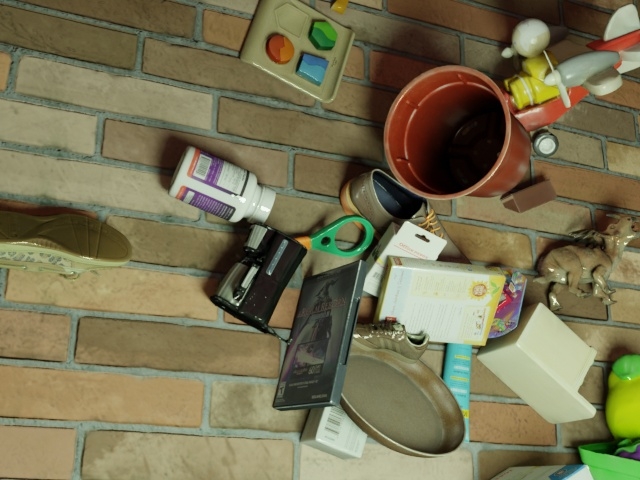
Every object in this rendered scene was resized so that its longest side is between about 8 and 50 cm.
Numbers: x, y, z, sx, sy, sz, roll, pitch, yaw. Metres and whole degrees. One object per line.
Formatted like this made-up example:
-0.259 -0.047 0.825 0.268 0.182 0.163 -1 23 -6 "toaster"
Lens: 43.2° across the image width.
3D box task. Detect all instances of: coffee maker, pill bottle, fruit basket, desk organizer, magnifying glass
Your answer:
-0.100 0.079 1.554 0.171 0.120 0.178 37 74 -27 "coffee maker"
-0.191 -0.100 1.583 0.193 0.108 0.108 23 65 -15 "pill bottle"
0.736 0.431 1.716 0.392 0.283 0.392 0 90 -36 "fruit basket"
0.496 -0.100 1.917 0.130 0.047 0.050 -21 85 -28 "desk organizer"
0.000 0.000 1.662 0.231 0.026 0.092 -10 119 -19 "magnifying glass"

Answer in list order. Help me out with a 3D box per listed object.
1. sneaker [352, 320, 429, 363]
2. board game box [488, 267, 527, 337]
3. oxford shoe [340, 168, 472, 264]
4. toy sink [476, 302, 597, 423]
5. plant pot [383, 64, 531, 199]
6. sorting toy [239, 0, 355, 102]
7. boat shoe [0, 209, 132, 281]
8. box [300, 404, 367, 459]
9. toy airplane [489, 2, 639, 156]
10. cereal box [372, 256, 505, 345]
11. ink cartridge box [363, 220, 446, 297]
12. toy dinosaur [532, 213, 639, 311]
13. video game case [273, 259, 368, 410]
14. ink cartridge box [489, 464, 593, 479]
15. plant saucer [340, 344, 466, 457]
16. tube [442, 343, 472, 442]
0.131 0.185 1.608 0.188 0.071 0.066 21 27 -27 "sneaker"
0.366 0.126 1.737 0.033 0.133 0.168 42 58 -41 "board game box"
0.205 -0.011 1.711 0.364 0.133 0.130 38 62 -8 "oxford shoe"
0.485 0.263 1.734 0.234 0.153 0.131 42 62 -5 "toy sink"
0.314 -0.206 1.724 0.265 0.272 0.272 9 65 -59 "plant pot"
-0.032 -0.480 1.815 0.229 0.041 0.307 23 66 -15 "sorting toy"
-0.484 0.011 1.442 0.285 0.089 0.104 11 43 -23 "boat shoe"
0.032 0.354 1.542 0.102 0.087 0.101 26 65 -15 "box"
0.560 -0.413 1.856 0.272 0.386 0.384 44 60 -19 "toy airplane"
0.239 0.125 1.646 0.240 0.173 0.047 7 28 -9 "cereal box"
0.166 0.037 1.654 0.104 0.181 0.061 26 26 -15 "ink cartridge box"
0.598 0.048 1.877 0.296 0.127 0.200 -6 68 -13 "toy dinosaur"
0.000 0.182 1.524 0.026 0.196 0.274 25 64 -27 "video game case"
0.414 0.547 1.563 0.171 0.233 0.168 -21 84 -28 "ink cartridge box"
0.138 0.301 1.550 0.310 0.050 0.310 25 26 -14 "plant saucer"
0.282 0.314 1.691 0.080 0.052 0.207 10 75 -8 "tube"
